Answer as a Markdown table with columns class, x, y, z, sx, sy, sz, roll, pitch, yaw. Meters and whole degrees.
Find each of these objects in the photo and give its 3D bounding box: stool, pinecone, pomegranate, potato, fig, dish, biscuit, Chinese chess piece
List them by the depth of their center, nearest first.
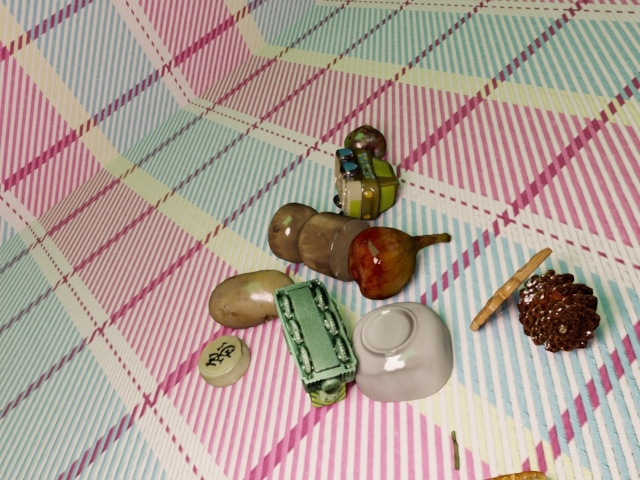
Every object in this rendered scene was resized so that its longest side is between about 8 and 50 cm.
| class | x | y | z | sx | sy | sz | roll | pitch | yaw |
| --- | --- | --- | --- | --- | --- | --- | --- | --- | --- |
| pinecone | 0.491 | 0.136 | 1.210 | 0.162 | 0.163 | 0.165 | -20 | 25 | 11 |
| biscuit | 0.419 | 0.108 | 1.280 | 0.035 | 0.162 | 0.250 | 45 | 105 | 13 |
| dish | 0.173 | 0.237 | 1.319 | 0.256 | 0.117 | 0.256 | -17 | 41 | 15 |
| fig | 0.197 | 0.048 | 1.523 | 0.290 | 0.191 | 0.190 | -12 | 22 | -41 |
| Chinese chess piece | -0.258 | 0.322 | 1.543 | 0.144 | 0.059 | 0.144 | -17 | 39 | 14 |
| potato | -0.190 | 0.163 | 1.596 | 0.262 | 0.165 | 0.165 | -14 | 40 | 8 |
| stool | 0.000 | 0.000 | 1.641 | 0.264 | 0.179 | 0.179 | 17 | 57 | 42 |
| pomegranate | 0.152 | -0.321 | 1.949 | 0.148 | 0.149 | 0.169 | -16 | 14 | 16 |

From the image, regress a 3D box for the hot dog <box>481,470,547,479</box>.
| class | x | y | z | sx | sy | sz | roll | pitch | yaw |
| --- | --- | --- | --- | --- | --- | --- | --- | --- | --- |
| hot dog | 0.328 | 0.457 | 1.033 | 0.164 | 0.045 | 0.071 | -17 | 42 | 14 |

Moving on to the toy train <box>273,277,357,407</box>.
| class | x | y | z | sx | sy | sz | roll | pitch | yaw |
| --- | --- | --- | --- | --- | --- | --- | --- | --- | --- |
| toy train | -0.013 | 0.247 | 1.380 | 0.138 | 0.178 | 0.330 | -13 | 42 | -10 |

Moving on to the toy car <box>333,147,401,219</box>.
| class | x | y | z | sx | sy | sz | roll | pitch | yaw |
| --- | --- | --- | --- | --- | --- | --- | --- | --- | --- |
| toy car | 0.145 | -0.171 | 1.765 | 0.198 | 0.204 | 0.248 | -5 | 40 | -7 |

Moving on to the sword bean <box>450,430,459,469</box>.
| class | x | y | z | sx | sy | sz | roll | pitch | yaw |
| --- | --- | --- | --- | --- | --- | --- | --- | --- | --- |
| sword bean | 0.268 | 0.417 | 1.144 | 0.012 | 0.012 | 0.083 | -15 | 40 | 18 |
